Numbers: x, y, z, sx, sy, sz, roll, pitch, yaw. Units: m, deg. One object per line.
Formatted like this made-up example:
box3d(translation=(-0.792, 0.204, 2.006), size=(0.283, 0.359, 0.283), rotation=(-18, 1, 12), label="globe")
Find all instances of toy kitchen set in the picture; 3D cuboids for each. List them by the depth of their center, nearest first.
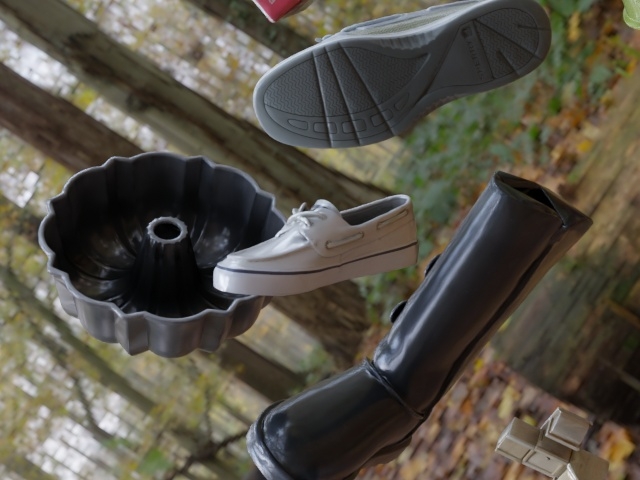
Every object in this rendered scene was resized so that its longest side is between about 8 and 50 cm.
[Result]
box3d(translation=(0.179, 0.180, 0.930), size=(0.068, 0.083, 0.075), rotation=(113, -178, -51), label="toy kitchen set")

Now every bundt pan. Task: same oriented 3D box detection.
box3d(translation=(-0.207, 0.030, 1.611), size=(0.331, 0.330, 0.124), rotation=(-54, -19, -45), label="bundt pan")

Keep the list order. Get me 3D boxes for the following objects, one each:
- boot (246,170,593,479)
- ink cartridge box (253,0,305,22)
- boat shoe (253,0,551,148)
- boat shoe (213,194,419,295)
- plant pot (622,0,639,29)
box3d(translation=(0.132, 0.115, 1.549), size=(0.445, 0.146, 0.367), rotation=(-51, -17, 21), label="boot")
box3d(translation=(0.043, -0.305, 0.917), size=(0.283, 0.117, 0.207), rotation=(-40, 6, 13), label="ink cartridge box")
box3d(translation=(0.084, -0.186, 1.292), size=(0.320, 0.118, 0.103), rotation=(-21, 18, 2), label="boat shoe")
box3d(translation=(0.000, 0.000, 1.326), size=(0.096, 0.267, 0.088), rotation=(17, 113, 56), label="boat shoe")
box3d(translation=(0.187, -0.174, 0.673), size=(0.083, 0.079, 0.083), rotation=(-33, 24, 17), label="plant pot")
